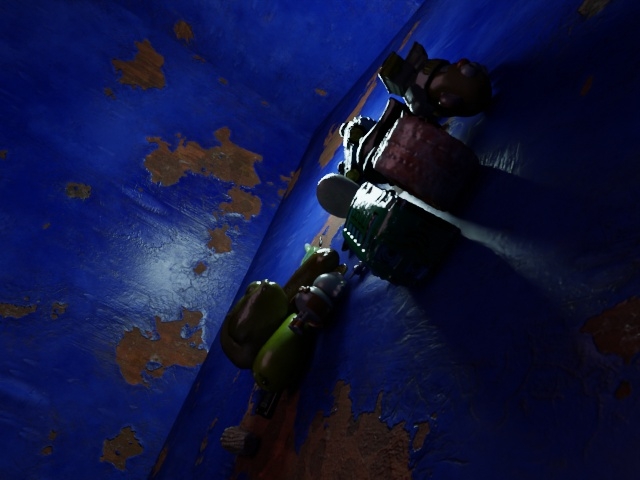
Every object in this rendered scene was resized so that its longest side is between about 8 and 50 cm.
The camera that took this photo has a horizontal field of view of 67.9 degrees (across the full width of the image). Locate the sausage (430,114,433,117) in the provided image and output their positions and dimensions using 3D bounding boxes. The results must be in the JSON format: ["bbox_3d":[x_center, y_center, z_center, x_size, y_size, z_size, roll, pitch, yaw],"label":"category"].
[{"bbox_3d":[0.328,-0.430,1.655,0.312,0.093,0.093,-46,20,42],"label":"sausage"}]

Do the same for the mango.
[{"bbox_3d":[-0.109,0.349,1.522,0.293,0.143,0.175,-59,3,-40],"label":"mango"}]

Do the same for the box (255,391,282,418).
[{"bbox_3d":[-0.170,0.527,1.586,0.126,0.027,0.125,-28,35,64],"label":"box"}]

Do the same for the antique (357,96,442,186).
[{"bbox_3d":[0.227,-0.284,1.446,0.322,0.185,0.255,-20,-38,-58],"label":"antique"}]

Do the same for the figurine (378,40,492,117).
[{"bbox_3d":[0.335,-0.433,1.319,0.342,0.285,0.167,-46,-28,-16],"label":"figurine"}]

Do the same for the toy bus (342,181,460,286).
[{"bbox_3d":[0.174,-0.018,1.182,0.199,0.184,0.343,-61,13,8],"label":"toy bus"}]

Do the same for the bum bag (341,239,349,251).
[{"bbox_3d":[0.141,-0.067,1.635,0.248,0.060,0.123,-48,19,40],"label":"bum bag"}]

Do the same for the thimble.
[{"bbox_3d":[0.254,-0.191,1.165,0.162,0.239,0.239,-57,15,8],"label":"thimble"}]

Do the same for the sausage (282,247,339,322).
[{"bbox_3d":[-0.076,0.184,1.726,0.136,0.123,0.501,-22,-21,-51],"label":"sausage"}]

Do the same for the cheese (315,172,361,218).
[{"bbox_3d":[0.076,-0.167,1.808,0.154,0.198,0.189,-59,5,15],"label":"cheese"}]

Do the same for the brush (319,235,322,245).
[{"bbox_3d":[0.000,0.000,2.076,0.024,0.008,0.083,-56,15,27],"label":"brush"}]

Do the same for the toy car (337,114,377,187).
[{"bbox_3d":[0.164,-0.347,1.927,0.198,0.166,0.314,-107,20,-73],"label":"toy car"}]

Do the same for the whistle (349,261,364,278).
[{"bbox_3d":[0.118,0.088,1.477,0.083,0.029,0.033,-49,-20,19],"label":"whistle"}]

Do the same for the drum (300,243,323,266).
[{"bbox_3d":[-0.052,0.079,2.014,0.130,0.049,0.253,-61,14,-5],"label":"drum"}]

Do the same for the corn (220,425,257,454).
[{"bbox_3d":[-0.260,0.655,1.548,0.211,0.087,0.087,-24,38,56],"label":"corn"}]

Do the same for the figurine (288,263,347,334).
[{"bbox_3d":[-0.005,0.174,1.491,0.271,0.143,0.143,-64,15,-18],"label":"figurine"}]

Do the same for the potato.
[{"bbox_3d":[-0.222,0.290,1.658,0.218,0.203,0.350,37,116,48],"label":"potato"}]
